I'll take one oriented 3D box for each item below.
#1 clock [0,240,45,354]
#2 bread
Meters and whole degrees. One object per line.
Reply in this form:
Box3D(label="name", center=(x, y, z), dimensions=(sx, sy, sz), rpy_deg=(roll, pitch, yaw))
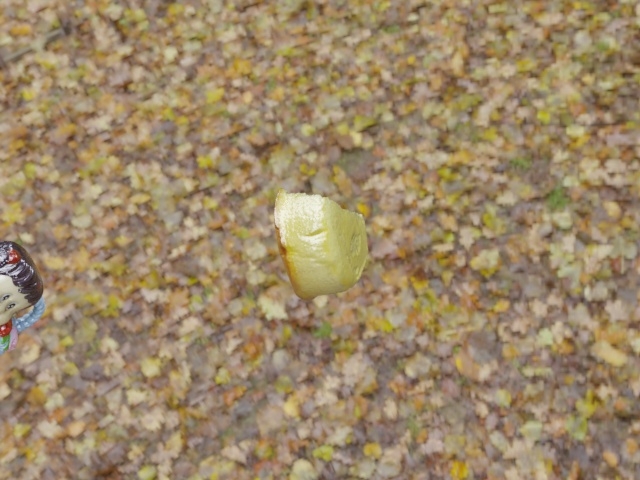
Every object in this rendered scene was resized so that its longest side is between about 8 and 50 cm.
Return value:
Box3D(label="clock", center=(-0.460, 0.090, 1.262), dimensions=(0.195, 0.194, 0.100), rpy_deg=(-25, 64, -10))
Box3D(label="bread", center=(-0.001, 0.009, 1.167), dimensions=(0.086, 0.156, 0.125), rpy_deg=(-8, 74, 23))
